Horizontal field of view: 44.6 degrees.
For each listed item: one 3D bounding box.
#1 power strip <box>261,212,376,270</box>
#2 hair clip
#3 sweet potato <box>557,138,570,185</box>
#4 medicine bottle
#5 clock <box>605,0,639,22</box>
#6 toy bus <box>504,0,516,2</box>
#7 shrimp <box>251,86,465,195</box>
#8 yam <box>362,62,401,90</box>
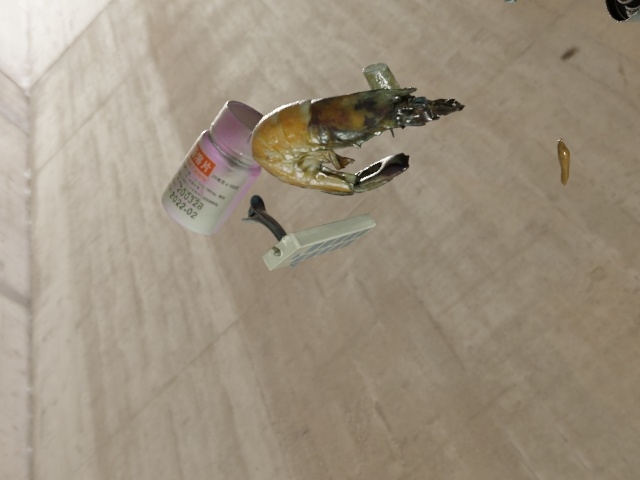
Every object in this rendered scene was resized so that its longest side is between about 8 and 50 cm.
[{"bbox_3d":[0.000,0.000,1.781,0.367,0.106,0.043,-16,-108,-55],"label":"power strip"},{"bbox_3d":[-0.122,-0.022,1.949,0.048,0.083,0.275,19,-164,-37],"label":"hair clip"},{"bbox_3d":[0.491,-0.153,1.569,0.026,0.026,0.115,-118,10,-55],"label":"sweet potato"},{"bbox_3d":[-0.307,-0.221,2.401,0.219,0.388,0.219,32,-156,-16],"label":"medicine bottle"},{"bbox_3d":[0.749,-0.648,1.813,0.055,0.281,0.280,4,-161,-6],"label":"clock"},{"bbox_3d":[0.577,-0.726,2.159,0.175,0.088,0.101,-34,-70,-40],"label":"toy bus"},{"bbox_3d":[0.075,-0.178,1.463,0.272,0.445,0.085,44,-134,-40],"label":"shrimp"},{"bbox_3d":[0.186,-0.404,2.136,0.179,0.078,0.078,59,-174,-18],"label":"yam"}]
